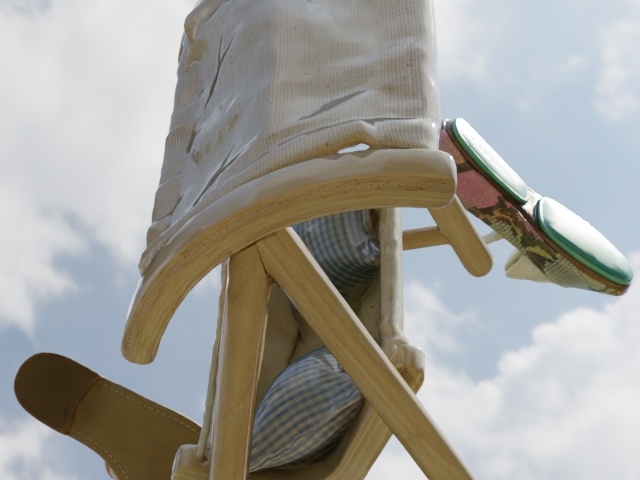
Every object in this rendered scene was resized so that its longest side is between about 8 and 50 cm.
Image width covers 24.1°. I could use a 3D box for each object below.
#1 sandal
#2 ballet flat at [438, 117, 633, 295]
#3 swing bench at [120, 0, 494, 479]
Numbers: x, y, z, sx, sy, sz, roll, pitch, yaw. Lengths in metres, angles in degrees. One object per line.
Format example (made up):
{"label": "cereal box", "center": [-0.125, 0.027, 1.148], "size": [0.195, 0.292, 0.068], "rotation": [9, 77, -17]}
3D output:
{"label": "sandal", "center": [-0.156, 0.178, 1.305], "size": [0.240, 0.079, 0.088], "rotation": [34, -97, 10]}
{"label": "ballet flat", "center": [0.166, -0.014, 1.290], "size": [0.221, 0.077, 0.079], "rotation": [39, -61, -10]}
{"label": "swing bench", "center": [0.000, 0.000, 0.743], "size": [0.165, 0.253, 0.255], "rotation": [-8, -54, 9]}
